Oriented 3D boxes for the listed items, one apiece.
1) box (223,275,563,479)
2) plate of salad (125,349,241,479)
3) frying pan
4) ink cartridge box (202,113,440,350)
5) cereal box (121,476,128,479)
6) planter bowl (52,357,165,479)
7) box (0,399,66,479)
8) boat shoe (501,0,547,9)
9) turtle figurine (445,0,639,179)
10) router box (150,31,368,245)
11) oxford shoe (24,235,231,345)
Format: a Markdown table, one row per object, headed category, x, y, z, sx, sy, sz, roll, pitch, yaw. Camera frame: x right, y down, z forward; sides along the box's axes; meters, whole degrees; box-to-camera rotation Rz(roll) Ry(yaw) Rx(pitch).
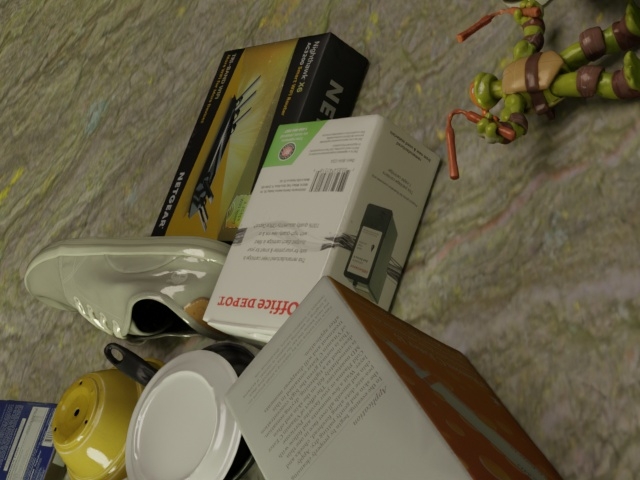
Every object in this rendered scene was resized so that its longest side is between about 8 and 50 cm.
| category | x | y | z | sx | sy | sz | roll | pitch | yaw |
| --- | --- | --- | --- | --- | --- | --- | --- | --- | --- |
| box | 0.088 | 0.220 | 1.114 | 0.168 | 0.215 | 0.345 | -50 | 37 | 11 |
| plate of salad | -0.157 | 0.229 | 1.459 | 0.200 | 0.048 | 0.199 | -21 | 56 | 35 |
| frying pan | -0.177 | 0.226 | 1.542 | 0.326 | 0.053 | 0.197 | -6 | 64 | 42 |
| ink cartridge box | 0.000 | 0.000 | 1.459 | 0.198 | 0.115 | 0.272 | 1 | 66 | 51 |
| cereal box | -0.285 | 0.412 | 1.559 | 0.240 | 0.047 | 0.173 | -32 | 46 | 32 |
| planter bowl | -0.299 | 0.245 | 1.659 | 0.217 | 0.090 | 0.217 | -30 | 45 | 35 |
| box | -0.441 | 0.307 | 1.826 | 0.225 | 0.036 | 0.136 | -4 | 62 | 47 |
| boat shoe | 0.222 | -0.421 | 1.511 | 0.117 | 0.097 | 0.324 | -30 | 45 | 34 |
| turtle figurine | 0.241 | -0.166 | 1.314 | 0.217 | 0.087 | 0.269 | -11 | 42 | 34 |
| router box | -0.086 | -0.121 | 1.675 | 0.243 | 0.081 | 0.308 | 0 | 66 | 49 |
| oxford shoe | -0.272 | 0.078 | 1.690 | 0.449 | 0.169 | 0.130 | -3 | 64 | 43 |
